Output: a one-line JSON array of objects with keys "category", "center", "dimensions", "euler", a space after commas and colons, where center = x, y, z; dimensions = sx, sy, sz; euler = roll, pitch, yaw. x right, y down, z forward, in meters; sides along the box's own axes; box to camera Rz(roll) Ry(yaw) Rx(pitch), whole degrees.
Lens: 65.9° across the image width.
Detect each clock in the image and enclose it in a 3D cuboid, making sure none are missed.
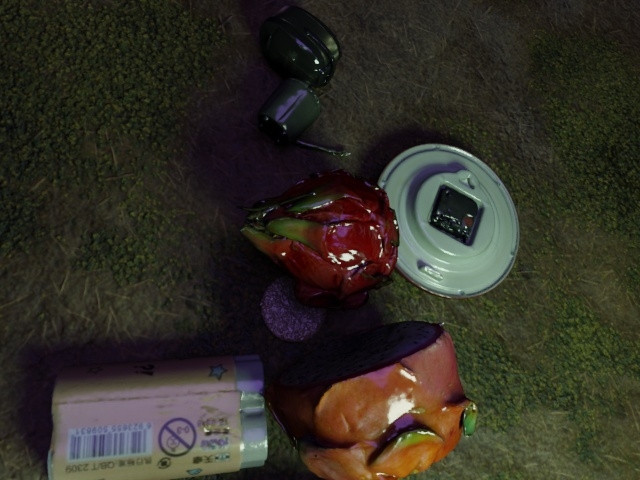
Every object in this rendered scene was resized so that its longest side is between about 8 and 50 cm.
[{"category": "clock", "center": [0.246, -0.044, 0.951], "dimensions": [0.318, 0.080, 0.319], "euler": [4, 73, -14]}]

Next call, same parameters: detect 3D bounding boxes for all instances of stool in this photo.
[{"category": "stool", "center": [-0.059, -0.239, 0.920], "dimensions": [0.096, 0.096, 0.110], "euler": [38, 73, -1]}]

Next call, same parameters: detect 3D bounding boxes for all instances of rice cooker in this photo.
[{"category": "rice cooker", "center": [-0.038, -0.374, 0.956], "dimensions": [0.165, 0.112, 0.107], "euler": [34, 62, -4]}]

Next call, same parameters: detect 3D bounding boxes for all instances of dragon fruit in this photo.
[{"category": "dragon fruit", "center": [0.085, 0.241, 0.715], "dimensions": [0.290, 0.290, 0.190], "euler": [-22, 89, -20]}, {"category": "dragon fruit", "center": [0.000, 0.000, 0.786], "dimensions": [0.292, 0.233, 0.234], "euler": [-2, 73, -35]}]

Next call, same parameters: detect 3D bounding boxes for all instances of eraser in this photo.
[{"category": "eraser", "center": [-0.227, 0.261, 0.723], "dimensions": [0.290, 0.087, 0.171], "euler": [-1, 75, -15]}]

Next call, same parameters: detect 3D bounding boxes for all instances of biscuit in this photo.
[{"category": "biscuit", "center": [-0.046, 0.116, 0.854], "dimensions": [0.120, 0.015, 0.120], "euler": [4, 72, -13]}]

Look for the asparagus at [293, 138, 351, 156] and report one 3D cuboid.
[{"category": "asparagus", "center": [0.004, -0.179, 0.959], "dimensions": [0.114, 0.015, 0.014], "euler": [12, 69, -11]}]
